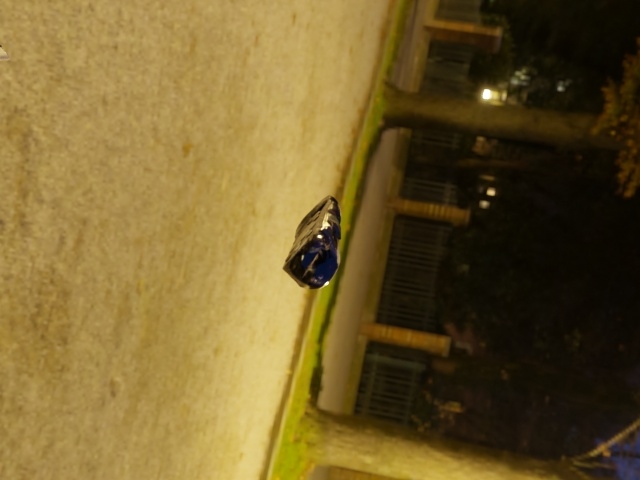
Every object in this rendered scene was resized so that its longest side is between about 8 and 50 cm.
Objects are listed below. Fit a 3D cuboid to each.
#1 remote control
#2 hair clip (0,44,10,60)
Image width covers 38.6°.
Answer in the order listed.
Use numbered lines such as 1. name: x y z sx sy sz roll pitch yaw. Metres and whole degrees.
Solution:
1. remote control: 0.000 0.000 1.289 0.090 0.066 0.266 -43 -171 15
2. hair clip: -0.553 -0.285 1.298 0.226 0.034 0.072 23 80 -42
